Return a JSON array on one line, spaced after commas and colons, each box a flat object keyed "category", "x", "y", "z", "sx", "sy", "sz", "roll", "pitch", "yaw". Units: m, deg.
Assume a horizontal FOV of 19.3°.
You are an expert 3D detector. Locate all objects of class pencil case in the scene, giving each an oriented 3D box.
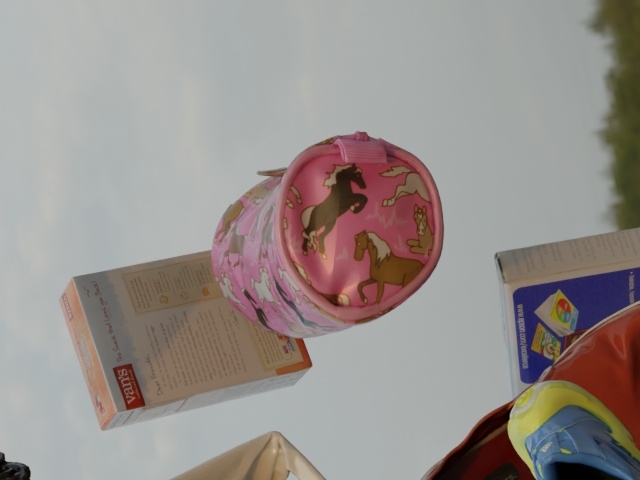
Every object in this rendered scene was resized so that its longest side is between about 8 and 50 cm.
[{"category": "pencil case", "x": 0.000, "y": 0.000, "z": 1.750, "sx": 0.167, "sy": 0.160, "sz": 0.386, "roll": 54, "pitch": 169, "yaw": -4}]

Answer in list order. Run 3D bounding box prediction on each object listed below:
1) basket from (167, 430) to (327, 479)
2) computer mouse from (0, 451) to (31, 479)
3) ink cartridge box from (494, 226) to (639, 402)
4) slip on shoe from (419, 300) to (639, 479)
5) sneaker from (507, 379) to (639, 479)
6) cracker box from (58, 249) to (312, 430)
[{"category": "basket", "x": -0.072, "y": 0.244, "z": 1.462, "sx": 0.113, "sy": 0.167, "sz": 0.103, "roll": 45, "pitch": 139, "yaw": 28}, {"category": "computer mouse", "x": -0.412, "y": 0.270, "z": 1.753, "sx": 0.272, "sy": 0.188, "sz": 0.072, "roll": -28, "pitch": -60, "yaw": -56}, {"category": "ink cartridge box", "x": 0.349, "y": 0.111, "z": 2.003, "sx": 0.072, "sy": 0.307, "sz": 0.304, "roll": -100, "pitch": 0, "yaw": -49}, {"category": "slip on shoe", "x": 0.219, "y": 0.166, "z": 1.681, "sx": 0.123, "sy": 0.331, "sz": 0.101, "roll": 53, "pitch": 176, "yaw": 15}, {"category": "sneaker", "x": 0.230, "y": 0.208, "z": 1.360, "sx": 0.240, "sy": 0.091, "sz": 0.126, "roll": 38, "pitch": -162, "yaw": -10}, {"category": "cracker box", "x": -0.143, "y": 0.098, "z": 2.000, "sx": 0.067, "sy": 0.232, "sz": 0.156, "roll": -49, "pitch": 57, "yaw": 57}]
